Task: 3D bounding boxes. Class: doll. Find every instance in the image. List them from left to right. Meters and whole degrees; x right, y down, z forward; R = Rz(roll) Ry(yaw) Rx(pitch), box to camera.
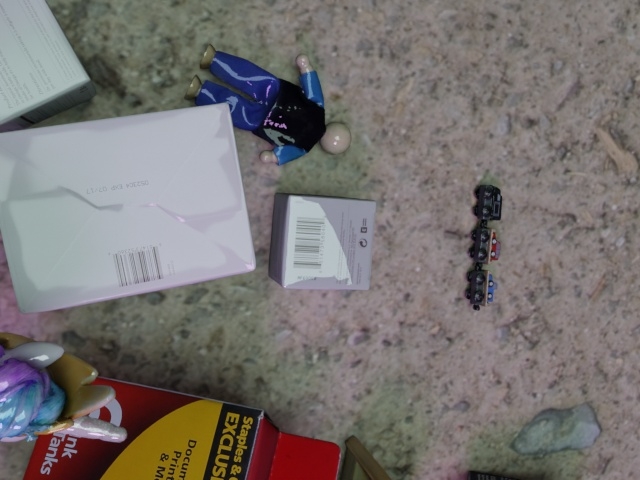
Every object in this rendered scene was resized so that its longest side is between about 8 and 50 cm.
[{"bbox_3d":[-0.048,-0.149,0.729,0.189,0.046,0.129,26,89,-15],"label":"doll"}]

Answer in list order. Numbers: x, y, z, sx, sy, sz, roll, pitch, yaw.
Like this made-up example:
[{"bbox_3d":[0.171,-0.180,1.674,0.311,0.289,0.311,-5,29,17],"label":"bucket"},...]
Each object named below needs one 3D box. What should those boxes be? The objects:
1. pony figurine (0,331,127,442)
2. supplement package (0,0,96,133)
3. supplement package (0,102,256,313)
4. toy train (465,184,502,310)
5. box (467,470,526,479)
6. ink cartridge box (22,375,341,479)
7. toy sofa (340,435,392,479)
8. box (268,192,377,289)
[{"bbox_3d":[-0.355,0.079,0.466,0.364,0.302,0.351,-28,117,33],"label":"pony figurine"},{"bbox_3d":[-0.322,-0.152,0.624,0.179,0.105,0.105,-29,102,-11],"label":"supplement package"},{"bbox_3d":[-0.181,-0.037,0.622,0.194,0.203,0.149,-10,98,-13],"label":"supplement package"},{"bbox_3d":[0.207,0.009,0.822,0.036,0.027,0.158,3,94,-26],"label":"toy train"},{"bbox_3d":[0.253,0.386,0.804,0.159,0.093,0.155,6,94,12],"label":"box"},{"bbox_3d":[-0.141,0.302,0.601,0.272,0.130,0.309,9,68,8],"label":"ink cartridge box"},{"bbox_3d":[-0.032,0.411,0.730,0.363,0.150,0.177,-34,101,-10],"label":"toy sofa"},{"bbox_3d":[0.000,0.000,0.733,0.102,0.087,0.101,3,94,-16],"label":"box"}]
